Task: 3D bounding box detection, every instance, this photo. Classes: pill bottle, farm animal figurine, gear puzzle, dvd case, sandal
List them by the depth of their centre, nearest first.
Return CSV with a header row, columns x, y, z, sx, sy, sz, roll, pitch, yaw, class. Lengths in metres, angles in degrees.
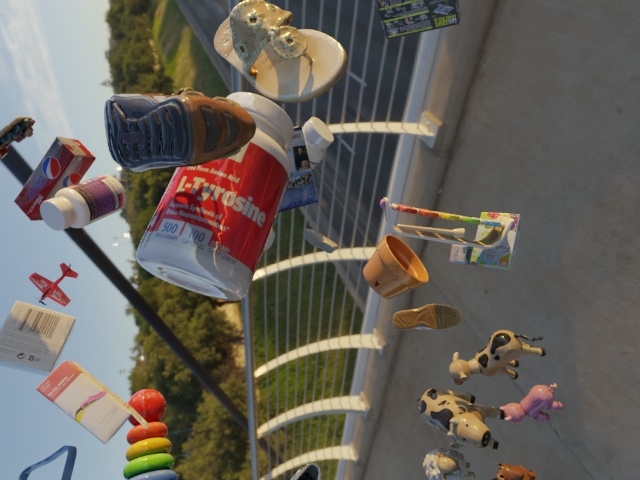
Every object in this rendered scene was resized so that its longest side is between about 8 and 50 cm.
x,y,z,sx,sy,sz,roll,pitch,yaw,class
-0.076,-0.224,0.476,0.088,0.079,0.240,-55,49,5,sandal
-0.198,-0.098,0.916,0.229,0.229,0.407,138,152,-66,pill bottle
0.322,0.364,0.920,0.327,0.172,0.330,144,139,-60,farm animal figurine
-0.814,-0.168,1.023,0.044,0.339,0.175,48,171,-28,gear puzzle
-0.624,-0.098,1.139,0.193,0.108,0.108,-48,-35,-58,pill bottle
-0.119,-0.223,1.396,0.022,0.180,0.253,-129,25,-69,dvd case
-0.099,-0.362,1.808,0.318,0.176,0.176,-38,56,29,pill bottle

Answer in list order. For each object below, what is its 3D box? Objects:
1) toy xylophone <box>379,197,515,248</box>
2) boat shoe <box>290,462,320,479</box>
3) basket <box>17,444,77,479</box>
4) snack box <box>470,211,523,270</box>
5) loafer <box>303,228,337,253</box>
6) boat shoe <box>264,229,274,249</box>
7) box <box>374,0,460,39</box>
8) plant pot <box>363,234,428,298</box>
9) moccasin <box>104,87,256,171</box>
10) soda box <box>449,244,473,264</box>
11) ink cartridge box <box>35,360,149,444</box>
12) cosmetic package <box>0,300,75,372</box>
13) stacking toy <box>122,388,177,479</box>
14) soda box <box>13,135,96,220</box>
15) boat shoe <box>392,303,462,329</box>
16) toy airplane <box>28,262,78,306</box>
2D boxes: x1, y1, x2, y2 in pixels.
x,y,z,sx,sy,sz,roll,pitch,yaw,class
0.298,-0.046,1.088,0.236,0.323,0.081,-102,21,-82,toy xylophone
-0.066,0.622,0.965,0.096,0.267,0.088,30,122,13,boat shoe
-0.733,0.709,1.105,0.255,0.201,0.289,-33,49,23,basket
0.455,0.000,1.112,0.100,0.037,0.141,8,78,43,snack box
0.000,0.000,1.413,0.125,0.039,0.045,34,123,21,loafer
-0.262,-0.026,1.384,0.102,0.301,0.108,19,97,23,boat shoe
0.334,-0.834,1.502,0.216,0.270,0.060,51,-134,-52,box
0.345,0.146,2.072,0.203,0.291,0.291,-45,47,24,plant pot
-0.253,-0.191,0.725,0.380,0.147,0.139,5,105,45,moccasin
0.490,0.048,1.352,0.063,0.183,0.058,10,96,56,soda box
-0.425,0.318,0.821,0.198,0.067,0.115,41,155,-4,ink cartridge box
-0.780,0.274,1.176,0.184,0.151,0.151,-35,38,54,cosmetic package
-0.380,0.499,0.966,0.141,0.141,0.330,108,152,-50,stacking toy
-0.804,-0.183,1.307,0.092,0.263,0.083,45,-166,7,soda box
0.427,0.303,1.699,0.277,0.096,0.098,-9,77,34,boat shoe
-0.816,0.130,1.329,0.028,0.151,0.151,107,152,-82,toy airplane
